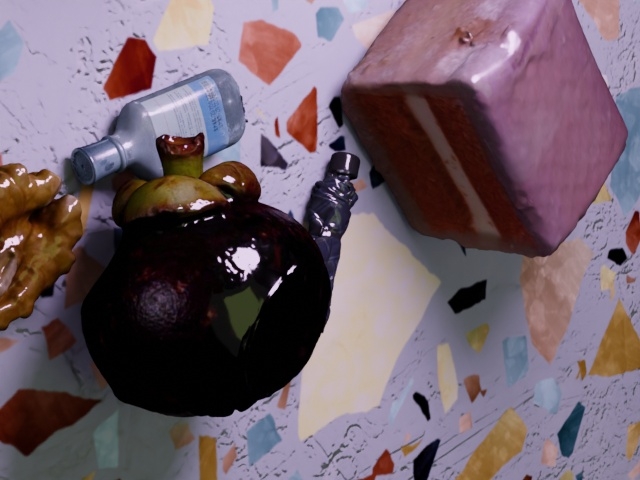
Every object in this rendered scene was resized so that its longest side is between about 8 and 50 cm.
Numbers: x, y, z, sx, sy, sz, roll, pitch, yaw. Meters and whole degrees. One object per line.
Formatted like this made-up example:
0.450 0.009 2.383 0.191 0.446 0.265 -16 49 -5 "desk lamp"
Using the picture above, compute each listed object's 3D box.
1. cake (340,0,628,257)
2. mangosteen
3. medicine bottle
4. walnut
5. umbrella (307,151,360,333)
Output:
0.207 -0.155 1.991 0.230 0.237 0.309 -50 129 -28 "cake"
-0.118 0.039 1.672 0.287 0.233 0.288 -33 133 -45 "mangosteen"
-0.172 -0.114 1.743 0.208 0.053 0.090 -27 117 -36 "medicine bottle"
-0.313 0.002 1.605 0.170 0.069 0.143 -52 129 -26 "walnut"
-0.001 -0.001 1.927 0.071 0.080 0.224 18 77 -10 "umbrella"
